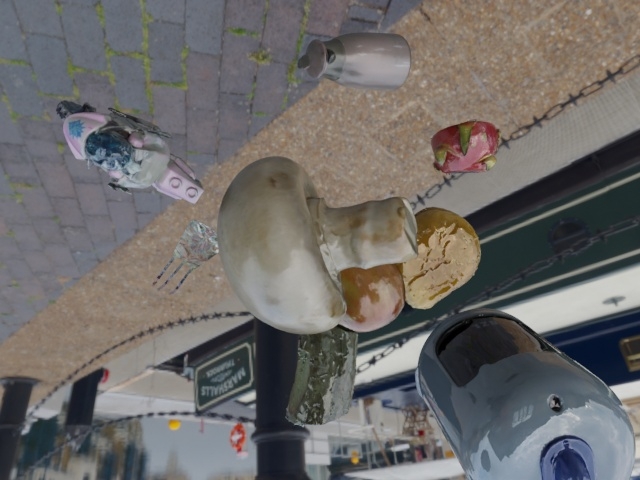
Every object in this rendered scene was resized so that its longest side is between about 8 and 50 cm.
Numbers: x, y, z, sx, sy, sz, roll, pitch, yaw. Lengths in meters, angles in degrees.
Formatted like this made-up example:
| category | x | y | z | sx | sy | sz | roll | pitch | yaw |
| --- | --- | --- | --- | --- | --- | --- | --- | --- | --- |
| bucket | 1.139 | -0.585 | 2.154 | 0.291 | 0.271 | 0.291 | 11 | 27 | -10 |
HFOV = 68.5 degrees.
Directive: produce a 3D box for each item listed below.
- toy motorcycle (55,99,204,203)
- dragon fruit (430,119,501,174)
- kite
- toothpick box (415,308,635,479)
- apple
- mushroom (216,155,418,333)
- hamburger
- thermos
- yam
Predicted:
| category | x | y | z | sx | sy | sz | roll | pitch | yaw |
| --- | --- | --- | --- | --- | --- | --- | --- | --- | --- |
| toy motorcycle | -0.280 | -0.119 | 0.695 | 0.239 | 0.204 | 0.108 | 16 | 103 | -22 |
| dragon fruit | 0.176 | -0.109 | 0.563 | 0.083 | 0.056 | 0.060 | -2 | 175 | 11 |
| kite | -0.375 | 0.058 | 1.324 | 0.127 | 0.016 | 0.229 | 40 | 84 | -30 |
| toothpick box | 0.302 | 0.273 | 0.714 | 0.263 | 0.263 | 0.354 | -5 | -173 | 0 |
| apple | 0.110 | 0.119 | 1.280 | 0.254 | 0.253 | 0.253 | -4 | 148 | -2 |
| mushroom | -0.017 | -0.005 | 0.511 | 0.206 | 0.206 | 0.209 | 25 | 124 | -40 |
| hamburger | 0.339 | 0.052 | 1.417 | 0.319 | 0.158 | 0.318 | -2 | 106 | -7 |
| thermos | 0.053 | -0.333 | 0.883 | 0.193 | 0.105 | 0.137 | -12 | -163 | -31 |
| yam | 0.010 | 0.303 | 1.099 | 0.154 | 0.254 | 0.154 | 11 | 174 | 1 |
